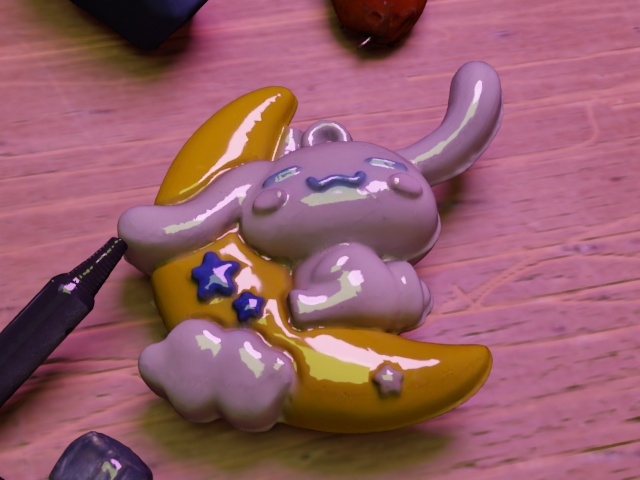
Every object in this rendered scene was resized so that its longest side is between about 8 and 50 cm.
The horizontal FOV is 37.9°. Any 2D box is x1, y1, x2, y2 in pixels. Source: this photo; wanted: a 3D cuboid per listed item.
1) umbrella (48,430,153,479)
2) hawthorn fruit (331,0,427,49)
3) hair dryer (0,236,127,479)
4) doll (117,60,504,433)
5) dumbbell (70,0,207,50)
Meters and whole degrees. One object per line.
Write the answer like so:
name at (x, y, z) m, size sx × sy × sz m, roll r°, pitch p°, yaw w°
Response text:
umbrella at (-0.202, 0.236, 0.423) m, size 0.143 × 0.094 × 0.349 m, roll 30°, pitch 78°, yaw 32°
hawthorn fruit at (0.043, -0.187, 0.692) m, size 0.081 × 0.081 × 0.093 m, roll -1°, pitch 93°, yaw -4°
hair dryer at (-0.199, 0.063, 0.539) m, size 0.173 × 0.050 × 0.195 m, roll 29°, pitch 83°, yaw 8°
doll at (0.000, 0.000, 0.574) m, size 0.252 × 0.111 × 0.237 m, roll -5°, pitch 63°, yaw 4°
dumbbell at (-0.065, -0.289, 0.692) m, size 0.156 × 0.143 × 0.316 m, roll 37°, pitch 67°, yaw 13°
